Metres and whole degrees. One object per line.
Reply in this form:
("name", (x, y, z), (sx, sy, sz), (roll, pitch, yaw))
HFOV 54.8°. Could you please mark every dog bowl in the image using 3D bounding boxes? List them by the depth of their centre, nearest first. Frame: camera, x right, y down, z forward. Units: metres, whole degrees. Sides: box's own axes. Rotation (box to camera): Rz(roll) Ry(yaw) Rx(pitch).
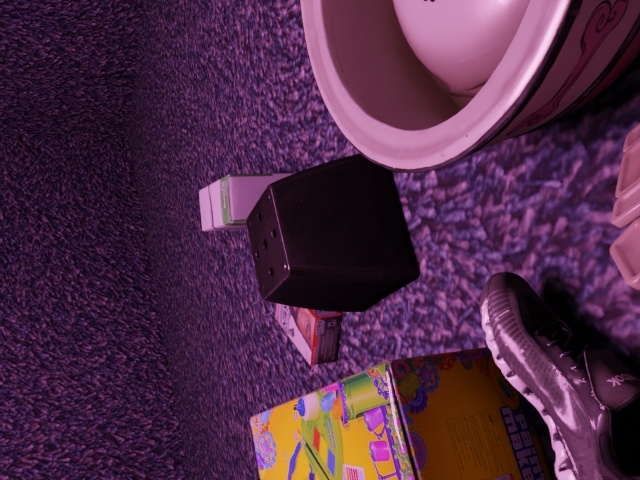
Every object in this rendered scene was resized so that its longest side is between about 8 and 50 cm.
("dog bowl", (0.128, -0.267, 0.534), (0.408, 0.151, 0.407), (29, 122, 59))

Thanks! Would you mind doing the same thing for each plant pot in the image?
("plant pot", (0.000, 0.000, 0.860), (0.187, 0.167, 0.187), (135, 125, -60))

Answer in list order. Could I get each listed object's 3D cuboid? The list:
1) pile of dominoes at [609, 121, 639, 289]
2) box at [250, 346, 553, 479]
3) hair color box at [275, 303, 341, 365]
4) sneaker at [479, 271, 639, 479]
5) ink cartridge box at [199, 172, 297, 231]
("pile of dominoes", (0.257, -0.074, 0.320), (0.196, 0.040, 0.251), (-57, 1, -39))
("box", (0.086, 0.293, 0.653), (0.279, 0.177, 0.289), (-36, 62, 48))
("hair color box", (-0.025, 0.133, 1.079), (0.167, 0.054, 0.093), (40, 129, 56))
("sneaker", (0.219, 0.119, 0.517), (0.106, 0.078, 0.234), (-54, 50, 51))
("ink cartridge box", (-0.126, -0.068, 1.139), (0.208, 0.153, 0.086), (172, 93, -65))
